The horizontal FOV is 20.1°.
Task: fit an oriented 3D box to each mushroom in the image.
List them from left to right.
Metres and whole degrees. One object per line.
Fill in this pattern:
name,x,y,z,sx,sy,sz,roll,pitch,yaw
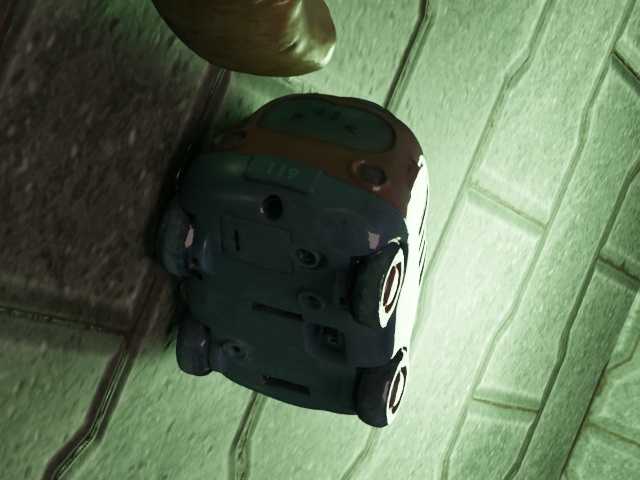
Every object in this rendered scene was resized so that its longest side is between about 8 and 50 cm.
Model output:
mushroom,-0.028,-0.237,1.238,0.189,0.195,0.254,3,105,-62

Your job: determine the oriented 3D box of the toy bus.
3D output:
toy bus,0.000,0.000,1.537,0.294,0.197,0.232,84,26,-47
